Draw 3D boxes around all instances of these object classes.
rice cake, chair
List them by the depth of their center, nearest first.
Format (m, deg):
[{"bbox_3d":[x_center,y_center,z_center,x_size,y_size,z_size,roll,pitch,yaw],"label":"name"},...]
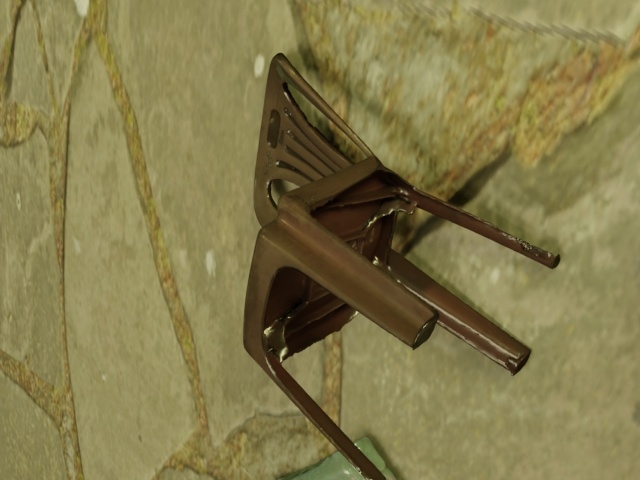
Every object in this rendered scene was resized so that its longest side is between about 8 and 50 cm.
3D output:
[{"bbox_3d":[0.000,0.000,0.802,0.326,0.183,0.176,36,134,31],"label":"chair"},{"bbox_3d":[0.015,0.285,1.064,0.127,0.043,0.237,56,143,8],"label":"rice cake"}]
